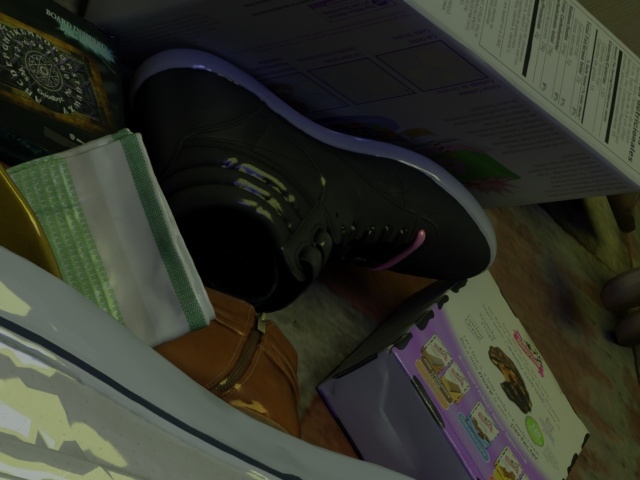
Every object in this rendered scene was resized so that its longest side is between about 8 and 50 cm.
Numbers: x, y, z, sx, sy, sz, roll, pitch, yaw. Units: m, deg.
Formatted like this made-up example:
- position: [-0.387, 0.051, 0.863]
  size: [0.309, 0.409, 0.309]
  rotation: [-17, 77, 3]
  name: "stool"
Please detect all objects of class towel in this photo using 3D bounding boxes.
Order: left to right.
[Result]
- position: [-0.140, 0.015, 0.718]
  size: [0.152, 0.023, 0.113]
  rotation: [-20, 75, -18]
  name: "towel"

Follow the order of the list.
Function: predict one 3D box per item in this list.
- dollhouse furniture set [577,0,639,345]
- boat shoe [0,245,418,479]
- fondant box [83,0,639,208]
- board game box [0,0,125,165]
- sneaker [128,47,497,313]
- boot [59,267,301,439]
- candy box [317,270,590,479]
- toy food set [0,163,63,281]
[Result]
- position: [0.216, -0.110, 1.368]
  size: [0.394, 0.256, 0.362]
  rotation: [48, 24, -65]
  name: "dollhouse furniture set"
- position: [-0.043, 0.147, 0.546]
  size: [0.367, 0.136, 0.156]
  rotation: [38, 40, -31]
  name: "boat shoe"
- position: [0.042, -0.125, 0.991]
  size: [0.330, 0.238, 0.096]
  rotation: [31, 63, -42]
  name: "fondant box"
- position: [-0.188, -0.107, 0.847]
  size: [0.186, 0.026, 0.126]
  rotation: [31, 40, -41]
  name: "board game box"
- position: [-0.001, 0.000, 0.961]
  size: [0.295, 0.104, 0.147]
  rotation: [26, 44, -29]
  name: "sneaker"
- position: [-0.088, 0.058, 0.823]
  size: [0.197, 0.073, 0.152]
  rotation: [48, 23, -18]
  name: "boot"
- position: [0.102, 0.123, 1.048]
  size: [0.165, 0.070, 0.196]
  rotation: [58, 29, -3]
  name: "candy box"
- position: [-0.199, -0.020, 0.665]
  size: [0.218, 0.128, 0.071]
  rotation: [56, 8, 2]
  name: "toy food set"
